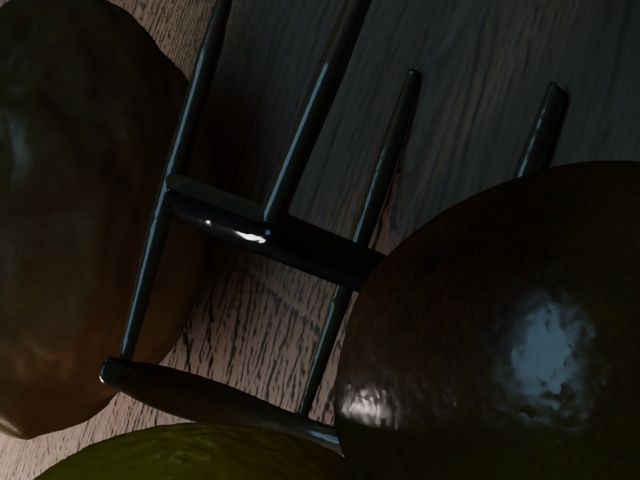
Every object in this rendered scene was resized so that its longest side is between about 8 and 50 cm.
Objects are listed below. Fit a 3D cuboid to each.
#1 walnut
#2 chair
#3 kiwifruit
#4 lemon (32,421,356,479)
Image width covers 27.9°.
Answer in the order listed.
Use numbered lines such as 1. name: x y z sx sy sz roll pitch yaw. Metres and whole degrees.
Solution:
1. walnut: -0.229 -0.014 1.001 0.306 0.306 0.344 -31 59 44
2. chair: 0.000 0.000 0.762 0.166 0.188 0.272 19 88 57
3. kiwifruit: 0.109 0.063 0.573 0.234 0.196 0.196 -16 63 50
4. lemon: -0.060 0.228 0.660 0.293 0.293 0.293 -27 55 46
